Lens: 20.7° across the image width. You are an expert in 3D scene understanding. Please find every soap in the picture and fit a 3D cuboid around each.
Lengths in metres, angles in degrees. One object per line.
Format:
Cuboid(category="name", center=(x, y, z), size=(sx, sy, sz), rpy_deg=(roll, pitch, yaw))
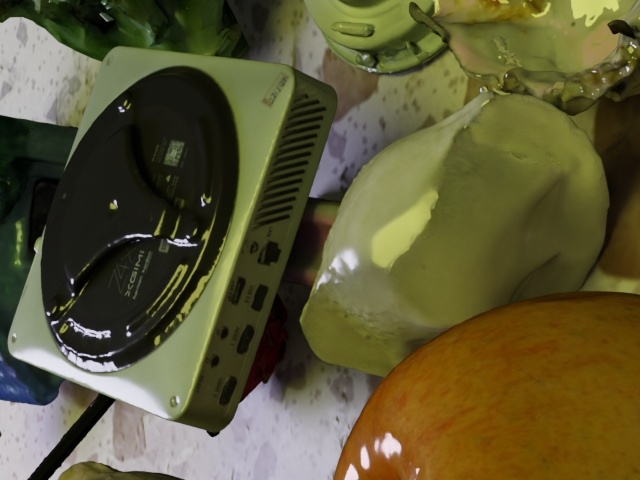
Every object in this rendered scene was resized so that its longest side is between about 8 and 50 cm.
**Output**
Cuboid(category="soap", center=(0.000, 0.000, 1.297), size=(0.203, 0.122, 0.066), rpy_deg=(8, 92, 53))

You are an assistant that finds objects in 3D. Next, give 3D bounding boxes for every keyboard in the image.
Cuboid(category="keyboard", center=(-0.222, 0.189, 1.327), size=(0.250, 0.017, 0.087), rpy_deg=(-50, 2, -23))

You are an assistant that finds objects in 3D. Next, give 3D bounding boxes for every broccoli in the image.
Cuboid(category="broccoli", center=(-0.150, -0.253, 1.433), size=(0.308, 0.308, 0.275), rpy_deg=(-14, 110, 51))

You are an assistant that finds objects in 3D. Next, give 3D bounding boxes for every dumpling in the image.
Cuboid(category="dumpling", center=(0.091, 0.011, 1.144), size=(0.216, 0.166, 0.126), rpy_deg=(-56, 16, 0))

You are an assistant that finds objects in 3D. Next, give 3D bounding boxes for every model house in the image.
Cuboid(category="model house", center=(-0.345, 0.052, 1.593), size=(0.251, 0.294, 0.329), rpy_deg=(4, 87, 57))

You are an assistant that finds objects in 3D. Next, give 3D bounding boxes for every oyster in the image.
Cuboid(category="oyster", center=(0.197, -0.166, 1.096), size=(0.201, 0.107, 0.354), rpy_deg=(-62, 27, -3))

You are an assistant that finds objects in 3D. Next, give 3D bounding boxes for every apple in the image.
Cuboid(category="apple", center=(0.138, 0.170, 0.981), size=(0.299, 0.275, 0.299), rpy_deg=(-4, 85, 57))

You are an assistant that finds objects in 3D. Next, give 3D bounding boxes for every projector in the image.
Cuboid(category="projector", center=(-0.121, -0.012, 1.280), size=(0.259, 0.079, 0.257), rpy_deg=(13, 83, 51))

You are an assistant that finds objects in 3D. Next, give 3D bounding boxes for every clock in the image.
Cuboid(category="clock", center=(0.047, -0.244, 1.323), size=(0.236, 0.053, 0.236), rpy_deg=(-8, 80, 53))

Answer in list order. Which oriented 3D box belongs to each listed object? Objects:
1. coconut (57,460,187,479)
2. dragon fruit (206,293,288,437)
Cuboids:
Cuboid(category="coconut", center=(-0.115, 0.331, 1.225), size=(0.346, 0.346, 0.360), rpy_deg=(-28, 65, 47))
Cuboid(category="dragon fruit", center=(-0.100, 0.078, 1.408), size=(0.136, 0.133, 0.166), rpy_deg=(-59, 13, -29))
